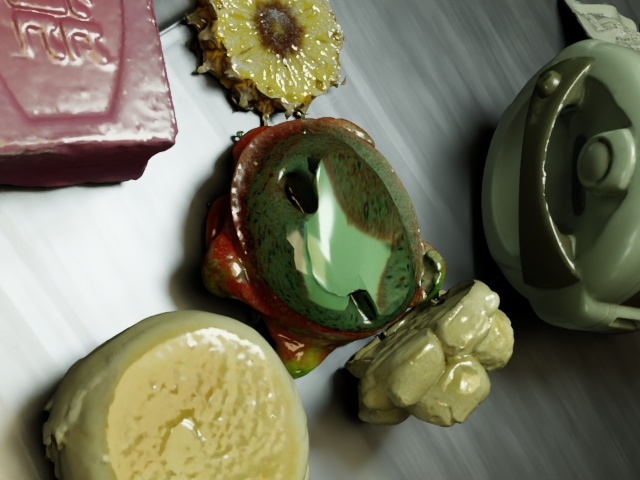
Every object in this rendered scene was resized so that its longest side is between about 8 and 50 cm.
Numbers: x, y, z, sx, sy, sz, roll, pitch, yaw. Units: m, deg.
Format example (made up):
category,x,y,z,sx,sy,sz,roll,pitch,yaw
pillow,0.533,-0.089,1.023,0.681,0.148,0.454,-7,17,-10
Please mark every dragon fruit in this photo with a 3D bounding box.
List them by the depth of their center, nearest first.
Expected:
category,x,y,z,sx,sy,sz,roll,pitch,yaw
dragon fruit,0.000,0.000,1.232,0.268,0.130,0.295,11,74,-34

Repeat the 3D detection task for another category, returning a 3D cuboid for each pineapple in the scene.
category,x,y,z,sx,sy,sz,roll,pitch,yaw
pineapple,-0.055,-0.231,1.304,0.221,0.047,0.221,9,74,-32

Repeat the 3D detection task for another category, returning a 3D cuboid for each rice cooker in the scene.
category,x,y,z,sx,sy,sz,roll,pitch,yaw
rice cooker,0.370,-0.054,1.363,0.325,0.335,0.335,9,73,-30

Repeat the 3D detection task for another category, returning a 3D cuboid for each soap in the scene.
category,x,y,z,sx,sy,sz,roll,pitch,yaw
soap,-0.291,-0.235,1.109,0.233,0.128,0.360,-7,80,-33

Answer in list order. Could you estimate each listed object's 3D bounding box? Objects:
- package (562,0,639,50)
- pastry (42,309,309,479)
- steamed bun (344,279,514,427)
category,x,y,z,sx,sy,sz,roll,pitch,yaw
package,0.428,-0.255,1.564,0.166,0.040,0.232,9,36,-34
pastry,-0.133,0.194,1.092,0.264,0.133,0.265,8,74,-30
steamed bun,0.117,0.137,1.237,0.192,0.177,0.106,-40,95,-34
